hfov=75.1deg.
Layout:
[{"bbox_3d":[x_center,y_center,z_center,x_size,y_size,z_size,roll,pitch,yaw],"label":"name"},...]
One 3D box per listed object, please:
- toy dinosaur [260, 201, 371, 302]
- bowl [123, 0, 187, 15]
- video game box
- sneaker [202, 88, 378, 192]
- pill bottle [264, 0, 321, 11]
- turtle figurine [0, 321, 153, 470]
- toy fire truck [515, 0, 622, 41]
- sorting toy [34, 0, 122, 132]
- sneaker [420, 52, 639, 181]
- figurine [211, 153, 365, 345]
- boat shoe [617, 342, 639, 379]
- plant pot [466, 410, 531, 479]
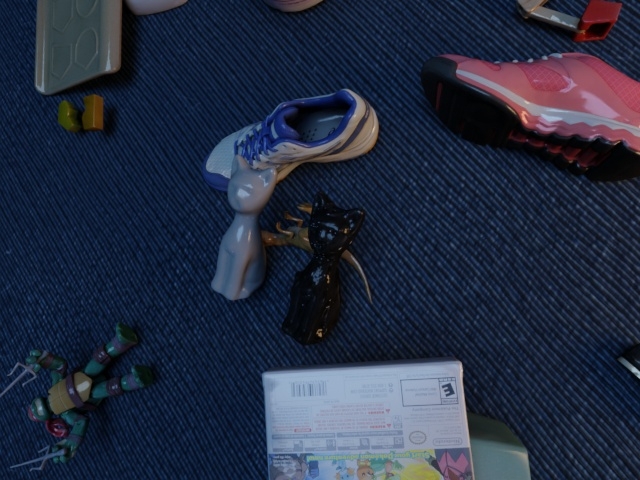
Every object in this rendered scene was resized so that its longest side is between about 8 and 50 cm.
[{"bbox_3d":[0.000,0.000,0.638,0.211,0.064,0.112,18,116,20],"label":"toy dinosaur"},{"bbox_3d":[-0.318,-0.509,0.784,0.141,0.053,0.142,-4,83,15],"label":"bowl"},{"bbox_3d":[0.049,0.221,0.425,0.205,0.048,0.187,-5,80,7],"label":"video game box"},{"bbox_3d":[-0.065,-0.158,0.630,0.296,0.131,0.112,-17,80,14],"label":"sneaker"},{"bbox_3d":[-0.075,-0.489,0.585,0.169,0.301,0.169,-2,82,15],"label":"pill bottle"},{"bbox_3d":[-0.403,0.244,0.676,0.234,0.118,0.175,-31,91,-6],"label":"turtle figurine"},{"bbox_3d":[0.323,-0.366,0.594,0.192,0.047,0.135,15,88,17],"label":"toy fire truck"},{"bbox_3d":[-0.464,-0.353,0.802,0.229,0.041,0.308,-2,87,27],"label":"sorting toy"},{"bbox_3d":[0.293,-0.194,0.563,0.313,0.116,0.136,25,80,10],"label":"sneaker"},{"bbox_3d":[-0.054,0.006,0.577,0.214,0.092,0.210,27,124,17],"label":"figurine"},{"bbox_3d":[0.425,0.181,0.494,0.042,0.049,0.133,-46,70,14],"label":"boat shoe"},{"bbox_3d":[0.122,0.292,0.510,0.234,0.166,0.166,-4,82,9],"label":"plant pot"}]
